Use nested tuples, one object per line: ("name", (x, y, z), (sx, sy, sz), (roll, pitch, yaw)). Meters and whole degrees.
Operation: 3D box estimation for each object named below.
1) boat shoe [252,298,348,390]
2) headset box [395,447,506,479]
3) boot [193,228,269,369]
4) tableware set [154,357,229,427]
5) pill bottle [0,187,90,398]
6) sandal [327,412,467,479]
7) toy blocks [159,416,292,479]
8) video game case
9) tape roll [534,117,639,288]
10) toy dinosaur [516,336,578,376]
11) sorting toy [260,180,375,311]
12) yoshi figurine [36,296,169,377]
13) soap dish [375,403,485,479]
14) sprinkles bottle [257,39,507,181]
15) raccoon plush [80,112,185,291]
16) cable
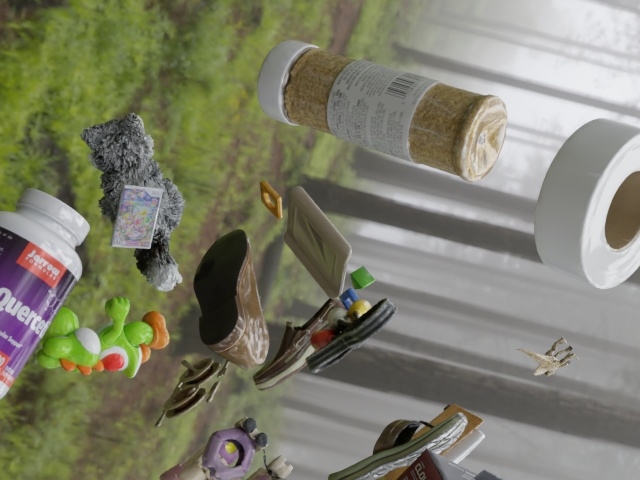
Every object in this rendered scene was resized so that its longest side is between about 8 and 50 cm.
("boat shoe", (-0.047, 0.210, 2.115), (0.257, 0.095, 0.095), (-36, -174, -10))
("headset box", (0.171, 0.455, 1.483), (0.293, 0.218, 0.110), (-49, -147, 15))
("boot", (-0.152, 0.105, 1.785), (0.115, 0.112, 0.305), (48, 23, -35))
("tableware set", (-0.242, 0.266, 1.862), (0.039, 0.128, 0.194), (59, 16, -12))
("pill bottle", (-0.507, 0.082, 1.604), (0.323, 0.181, 0.181), (-61, 176, -19))
("sandal", (0.145, 0.401, 1.967), (0.120, 0.303, 0.086), (52, 16, -63))
("toy blocks", (-0.170, 0.493, 1.660), (0.260, 0.288, 0.309), (-37, 177, -26))
("video game case", (-0.353, -0.045, 1.919), (0.011, 0.087, 0.122), (26, -74, 45))
("tape roll", (0.492, -0.065, 1.723), (0.286, 0.100, 0.286), (-21, 122, -37))
("toy dinosaur", (0.460, 0.239, 1.996), (0.183, 0.092, 0.053), (36, 21, -55))
("sorting toy", (0.000, 0.000, 1.949), (0.047, 0.348, 0.196), (-31, 159, -22))
("yoshi figurine", (-0.572, 0.232, 2.519), (0.362, 0.203, 0.203), (1, 98, -55))
("soap dish", (0.257, 0.535, 2.470), (0.291, 0.118, 0.229), (-35, 164, -16))
("sprinkles bottle", (0.079, -0.186, 1.399), (0.121, 0.355, 0.121), (-34, 135, -43))
("raccoon plush", (-0.452, -0.125, 2.571), (0.446, 0.216, 0.299), (48, -21, 38))
("cable", (0.032, 0.128, 1.452), (0.139, 0.072, 0.287), (-37, 174, -9))
